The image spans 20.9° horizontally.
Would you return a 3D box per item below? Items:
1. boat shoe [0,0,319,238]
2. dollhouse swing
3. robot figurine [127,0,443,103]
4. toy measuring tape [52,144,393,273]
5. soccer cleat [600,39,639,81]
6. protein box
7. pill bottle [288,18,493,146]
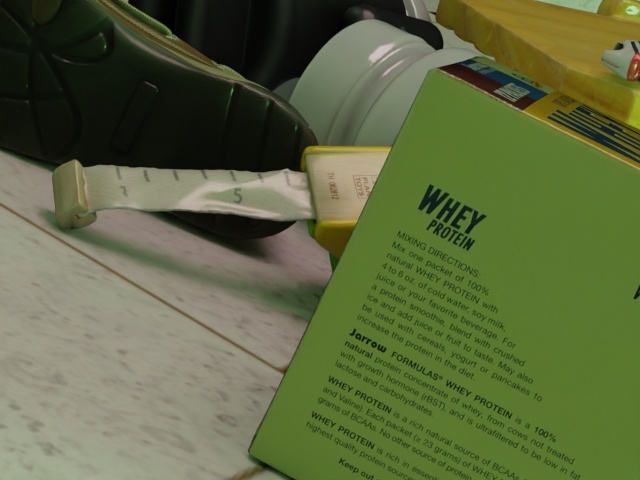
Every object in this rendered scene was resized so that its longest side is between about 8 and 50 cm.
[{"bbox_3d":[-0.151,-0.104,1.138,0.324,0.122,0.120,32,8,-7],"label":"boat shoe"},{"bbox_3d":[0.270,-0.040,1.436,0.305,0.315,0.347,-8,26,-20],"label":"dollhouse swing"},{"bbox_3d":[-0.029,-0.166,1.410,0.278,0.173,0.209,9,36,-47],"label":"robot figurine"},{"bbox_3d":[0.000,0.000,1.067,0.330,0.121,0.121,0,21,-13],"label":"toy measuring tape"},{"bbox_3d":[0.229,-0.133,1.247,0.035,0.029,0.083,26,29,24],"label":"soccer cleat"},{"bbox_3d":[0.109,0.045,0.824,0.200,0.201,0.136,27,14,9],"label":"protein box"},{"bbox_3d":[0.119,-0.038,1.228,0.283,0.160,0.160,33,16,28],"label":"pill bottle"}]
